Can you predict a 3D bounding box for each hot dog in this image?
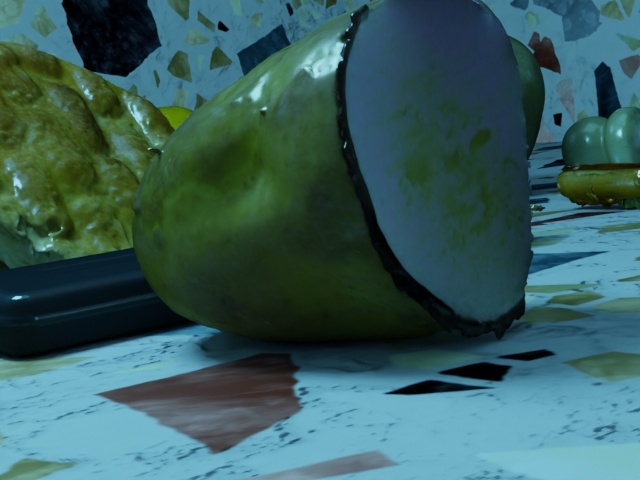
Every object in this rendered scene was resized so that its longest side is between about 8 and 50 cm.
[{"bbox_3d":[0.354,-0.065,1.419,0.072,0.055,0.188,-6,5,-33],"label":"hot dog"}]

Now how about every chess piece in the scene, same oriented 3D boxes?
[{"bbox_3d":[0.482,-0.146,1.777,0.251,0.144,0.144,-10,2,38],"label":"chess piece"}]

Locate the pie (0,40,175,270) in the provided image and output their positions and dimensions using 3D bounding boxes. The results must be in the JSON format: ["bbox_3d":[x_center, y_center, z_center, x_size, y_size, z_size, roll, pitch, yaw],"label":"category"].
[{"bbox_3d":[-0.250,-0.071,1.151,0.339,0.339,0.083,-14,-32,-53],"label":"pie"}]

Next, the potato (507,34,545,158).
[{"bbox_3d":[0.217,-0.180,1.785,0.221,0.243,0.326,10,-10,-5],"label":"potato"}]

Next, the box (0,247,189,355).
[{"bbox_3d":[-0.171,0.042,0.951,0.230,0.050,0.160,-11,9,-38],"label":"box"}]

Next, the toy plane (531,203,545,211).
[{"bbox_3d":[0.156,-0.021,1.241,0.135,0.062,0.188,-6,-8,-1],"label":"toy plane"}]

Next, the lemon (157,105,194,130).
[{"bbox_3d":[-0.213,-0.095,1.664,0.188,0.188,0.256,-4,8,23],"label":"lemon"}]

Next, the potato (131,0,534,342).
[{"bbox_3d":[-0.010,-0.026,0.784,0.266,0.229,0.229,-12,1,40],"label":"potato"}]
